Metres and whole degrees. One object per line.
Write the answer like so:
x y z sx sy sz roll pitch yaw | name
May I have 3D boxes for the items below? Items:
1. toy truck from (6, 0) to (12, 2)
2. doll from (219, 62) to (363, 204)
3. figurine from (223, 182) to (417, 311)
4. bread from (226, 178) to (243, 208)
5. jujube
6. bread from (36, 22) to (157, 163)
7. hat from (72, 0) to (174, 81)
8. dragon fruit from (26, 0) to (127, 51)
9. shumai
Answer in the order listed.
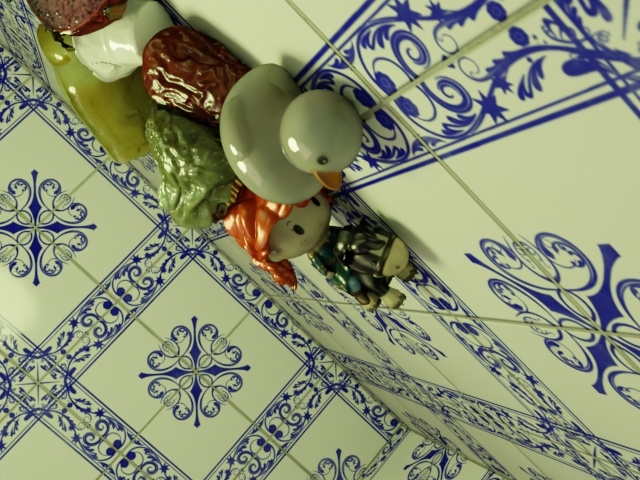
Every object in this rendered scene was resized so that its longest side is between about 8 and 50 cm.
-0.604 -0.581 1.312 0.121 0.088 0.259 21 144 7 | toy truck
-0.038 -0.179 1.116 0.221 0.221 0.250 90 159 -72 | doll
0.009 0.004 1.464 0.412 0.241 0.306 29 173 10 | figurine
-0.200 -0.144 1.602 0.104 0.199 0.199 42 167 -16 | bread
-0.219 -0.296 1.292 0.230 0.155 0.155 30 164 10 | jujube
-0.481 -0.390 1.599 0.341 0.210 0.300 61 180 -38 | bread
-0.362 -0.401 1.350 0.126 0.203 0.203 7 150 27 | hat
-0.400 -0.464 1.237 0.223 0.219 0.148 60 -156 5 | dragon fruit
-0.259 -0.138 1.365 0.189 0.218 0.256 10 -163 -19 | shumai
